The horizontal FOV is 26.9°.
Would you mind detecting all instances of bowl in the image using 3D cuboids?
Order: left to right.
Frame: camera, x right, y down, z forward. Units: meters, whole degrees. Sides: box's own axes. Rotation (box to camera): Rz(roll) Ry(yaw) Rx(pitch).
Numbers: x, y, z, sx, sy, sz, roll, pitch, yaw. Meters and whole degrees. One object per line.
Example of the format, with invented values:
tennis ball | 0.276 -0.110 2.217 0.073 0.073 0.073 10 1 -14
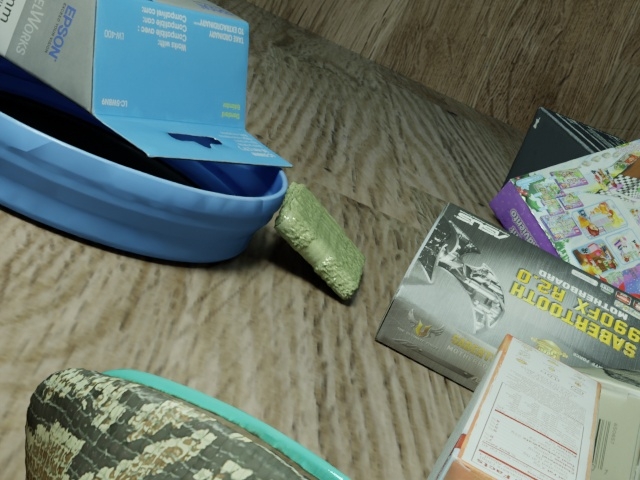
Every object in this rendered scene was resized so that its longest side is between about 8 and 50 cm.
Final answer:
bowl | -0.220 -0.097 1.215 0.391 0.077 0.391 24 14 -6

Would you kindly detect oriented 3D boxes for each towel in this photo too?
towel | 0.000 0.000 1.285 0.110 0.027 0.148 49 11 -9

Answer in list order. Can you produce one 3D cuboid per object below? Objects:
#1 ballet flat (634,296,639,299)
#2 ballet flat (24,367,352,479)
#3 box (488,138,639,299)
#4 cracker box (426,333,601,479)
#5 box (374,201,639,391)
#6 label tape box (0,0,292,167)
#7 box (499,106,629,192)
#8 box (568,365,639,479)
ballet flat | 0.242 0.090 1.345 0.203 0.074 0.074 3 23 -26
ballet flat | 0.036 0.197 0.452 0.483 0.164 0.182 25 44 23
box | 0.362 -0.009 1.570 0.293 0.057 0.201 -17 67 -35
cracker box | 0.076 0.152 0.675 0.067 0.156 0.232 28 15 8
box | 0.184 0.076 1.219 0.231 0.056 0.183 28 35 6
label tape box | -0.188 -0.193 1.242 0.333 0.106 0.240 32 16 25
box | 0.432 -0.023 1.855 0.294 0.183 0.296 20 16 -15
box | 0.283 0.157 1.065 0.275 0.094 0.113 7 4 -45
